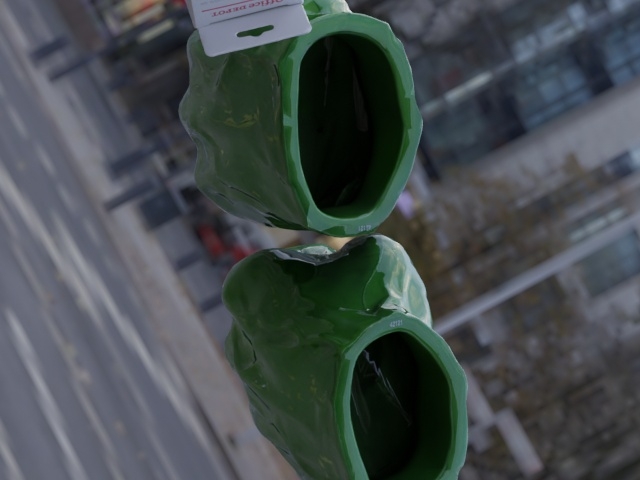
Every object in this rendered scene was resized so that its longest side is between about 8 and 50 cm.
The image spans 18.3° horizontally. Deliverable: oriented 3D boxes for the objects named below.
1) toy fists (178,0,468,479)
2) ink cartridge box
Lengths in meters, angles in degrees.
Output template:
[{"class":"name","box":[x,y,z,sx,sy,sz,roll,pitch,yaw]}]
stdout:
[{"class":"toy fists","box":[0.000,0.000,0.990,0.142,0.096,0.279,21,-53,57]},{"class":"ink cartridge box","box":[-0.037,-0.119,0.833,0.028,0.048,0.083,84,-11,-53]}]
